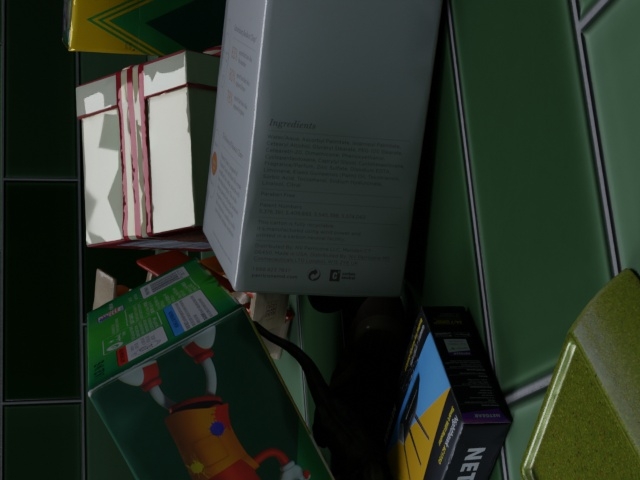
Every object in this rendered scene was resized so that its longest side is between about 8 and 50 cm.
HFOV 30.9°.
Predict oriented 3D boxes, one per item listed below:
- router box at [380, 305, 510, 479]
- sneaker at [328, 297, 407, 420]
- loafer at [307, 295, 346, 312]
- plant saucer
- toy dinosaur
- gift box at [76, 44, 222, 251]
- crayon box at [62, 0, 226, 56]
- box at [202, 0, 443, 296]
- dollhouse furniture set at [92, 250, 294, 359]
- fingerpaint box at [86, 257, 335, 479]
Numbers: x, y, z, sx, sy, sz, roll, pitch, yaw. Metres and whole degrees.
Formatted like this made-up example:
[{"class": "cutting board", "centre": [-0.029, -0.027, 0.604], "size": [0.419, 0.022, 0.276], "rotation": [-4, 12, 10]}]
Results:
[{"class": "router box", "centre": [0.103, 0.165, 1.000], "size": [0.133, 0.046, 0.179], "rotation": [-107, 22, -48]}, {"class": "sneaker", "centre": [0.053, 0.119, 1.202], "size": [0.188, 0.066, 0.071], "rotation": [112, 173, -49]}, {"class": "loafer", "centre": [0.000, 0.000, 1.385], "size": [0.061, 0.062, 0.170], "rotation": [-164, 76, -80]}, {"class": "plant saucer", "centre": [0.178, 0.144, 0.705], "size": [0.188, 0.045, 0.188], "rotation": [-109, 23, -51]}, {"class": "toy dinosaur", "centre": [0.019, 0.190, 1.156], "size": [0.268, 0.064, 0.118], "rotation": [51, 172, 42]}, {"class": "gift box", "centre": [-0.164, -0.123, 1.574], "size": [0.255, 0.276, 0.258], "rotation": [-8, 84, 36]}, {"class": "crayon box", "centre": [-0.249, -0.348, 1.847], "size": [0.363, 0.313, 0.106], "rotation": [-140, 52, -72]}, {"class": "box", "centre": [-0.005, -0.140, 1.141], "size": [0.215, 0.168, 0.345], "rotation": [-130, 45, -69]}, {"class": "dollhouse furniture set", "centre": [-0.161, 0.073, 1.695], "size": [0.259, 0.262, 0.135], "rotation": [27, 120, 36]}, {"class": "fingerpaint box", "centre": [-0.095, 0.234, 1.210], "size": [0.371, 0.163, 0.445], "rotation": [63, 172, -10]}]
